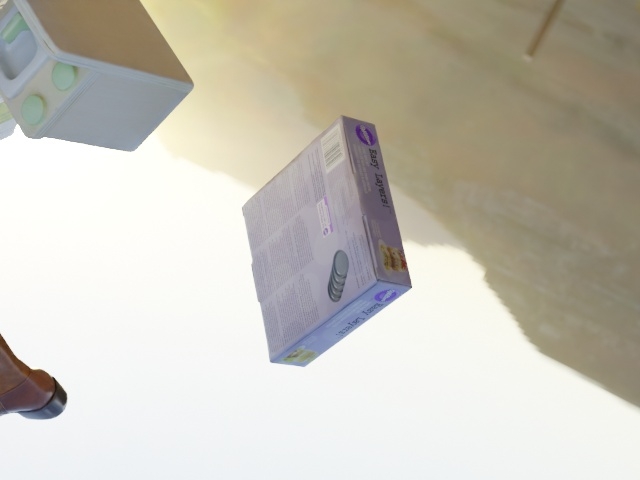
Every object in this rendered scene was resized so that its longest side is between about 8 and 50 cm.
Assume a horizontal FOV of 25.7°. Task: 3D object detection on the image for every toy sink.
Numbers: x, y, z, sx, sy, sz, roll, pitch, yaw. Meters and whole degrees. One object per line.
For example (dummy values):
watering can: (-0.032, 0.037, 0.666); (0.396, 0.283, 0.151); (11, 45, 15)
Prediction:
toy sink: (-0.284, -0.201, 1.566); (0.234, 0.131, 0.153); (6, -135, -58)

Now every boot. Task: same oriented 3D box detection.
boot: (-0.565, 0.208, 2.170); (0.264, 0.096, 0.280); (-1, 150, 21)

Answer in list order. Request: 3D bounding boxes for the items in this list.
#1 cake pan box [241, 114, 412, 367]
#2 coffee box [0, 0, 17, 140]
cake pan box: (0.000, 0.000, 1.862); (0.070, 0.246, 0.267); (13, -128, -37)
coffee box: (-0.555, -0.292, 1.698); (0.337, 0.334, 0.338); (39, -142, 12)
